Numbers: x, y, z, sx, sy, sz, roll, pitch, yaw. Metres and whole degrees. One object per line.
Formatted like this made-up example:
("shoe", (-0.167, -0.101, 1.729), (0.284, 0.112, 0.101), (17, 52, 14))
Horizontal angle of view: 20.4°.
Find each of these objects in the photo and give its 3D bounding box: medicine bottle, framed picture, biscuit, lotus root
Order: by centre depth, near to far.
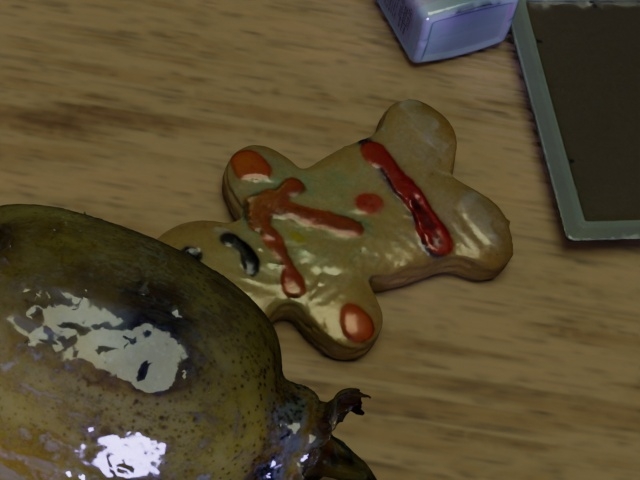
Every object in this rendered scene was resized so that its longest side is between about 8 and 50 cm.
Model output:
("lotus root", (-0.095, 0.078, 0.924), (0.278, 0.154, 0.154), (24, 55, 1))
("biscuit", (0.000, 0.000, 1.067), (0.234, 0.030, 0.153), (-19, 60, -22))
("framed picture", (0.267, -0.088, 1.180), (0.273, 0.016, 0.216), (-1, 56, -11))
("medicine bottle", (0.073, -0.182, 1.185), (0.074, 0.055, 0.118), (-16, 60, -18))
